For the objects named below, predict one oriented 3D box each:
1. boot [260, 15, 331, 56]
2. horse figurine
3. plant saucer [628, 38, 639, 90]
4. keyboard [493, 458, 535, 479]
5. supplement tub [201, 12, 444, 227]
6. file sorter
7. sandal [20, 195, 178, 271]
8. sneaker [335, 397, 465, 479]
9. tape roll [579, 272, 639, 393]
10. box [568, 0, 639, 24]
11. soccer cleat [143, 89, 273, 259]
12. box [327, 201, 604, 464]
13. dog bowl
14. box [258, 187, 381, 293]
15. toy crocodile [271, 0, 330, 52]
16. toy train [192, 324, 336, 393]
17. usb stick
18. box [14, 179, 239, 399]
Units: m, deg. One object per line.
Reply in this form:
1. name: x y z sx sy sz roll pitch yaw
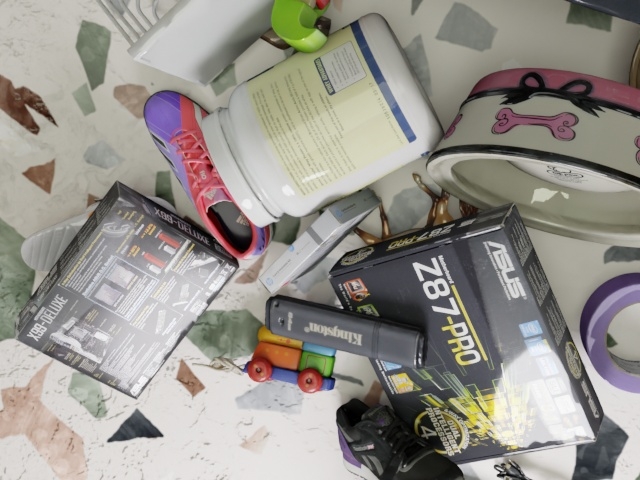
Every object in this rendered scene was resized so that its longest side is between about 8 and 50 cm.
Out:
1. boot: -0.044 -0.348 1.838 0.118 0.042 0.087 30 95 -1
2. horse figurine: 0.154 -0.018 1.874 0.263 0.066 0.174 -23 91 12
3. plant saucer: 0.606 -0.263 1.767 0.278 0.041 0.278 -3 108 -10
4. keyboard: 0.365 0.495 1.979 0.317 0.033 0.201 24 109 -1
5. supplement tub: 0.003 -0.181 1.766 0.325 0.235 0.235 -27 98 10
6. file sorter: -0.204 -0.375 1.707 0.193 0.278 0.173 -41 80 11
7. sandal: -0.372 -0.024 1.902 0.265 0.076 0.102 -14 118 -7
8. sneaker: 0.112 0.337 1.846 0.107 0.283 0.124 -28 111 -30
9. tape roll: 0.529 0.152 1.870 0.189 0.080 0.189 1 102 4
10. box: 0.349 -0.576 1.522 0.472 0.297 0.480 16 108 -6
11. soccer cleat: -0.185 -0.107 1.856 0.109 0.116 0.318 -31 98 10
12. box: 0.235 0.165 1.818 0.318 0.097 0.395 -17 107 29
13. dog bowl: 0.372 -0.122 1.681 0.408 0.408 0.150 17 81 1
14. box: 0.000 0.000 1.821 0.038 0.145 0.186 49 122 8
15. toy crocodile: 0.012 -0.442 1.720 0.105 0.115 0.340 15 69 31
16. toy train: -0.088 0.169 1.924 0.248 0.105 0.143 11 86 9
17. usb stick: 0.040 0.145 1.815 0.278 0.045 0.077 12 122 22
18. box: -0.323 0.089 1.883 0.242 0.076 0.307 31 104 -26
